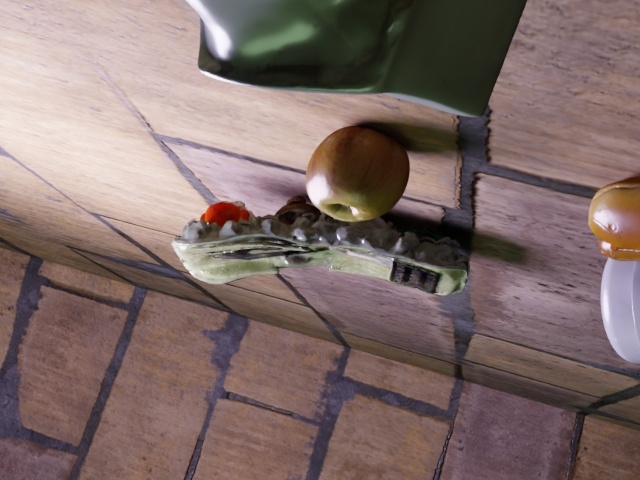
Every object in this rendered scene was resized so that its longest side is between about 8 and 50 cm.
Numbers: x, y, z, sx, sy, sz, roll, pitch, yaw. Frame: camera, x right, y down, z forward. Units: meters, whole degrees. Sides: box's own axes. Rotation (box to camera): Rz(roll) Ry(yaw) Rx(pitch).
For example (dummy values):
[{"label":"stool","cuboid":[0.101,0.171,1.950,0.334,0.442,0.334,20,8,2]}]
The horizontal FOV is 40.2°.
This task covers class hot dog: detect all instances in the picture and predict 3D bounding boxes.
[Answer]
[{"label":"hot dog","cuboid":[0.288,-0.006,0.574,0.092,0.062,0.236,32,161,-36]}]

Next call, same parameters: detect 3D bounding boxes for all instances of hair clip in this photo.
[{"label":"hair clip","cuboid":[0.001,-0.002,0.967,0.322,0.091,0.138,4,159,4]}]

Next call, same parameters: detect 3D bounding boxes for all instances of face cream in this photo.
[{"label":"face cream","cuboid":[0.288,0.047,0.692,0.104,0.117,0.117,-5,156,42]}]

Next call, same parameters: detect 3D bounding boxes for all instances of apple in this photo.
[{"label":"apple","cuboid":[0.030,-0.052,0.708,0.084,0.071,0.084,15,168,3]}]

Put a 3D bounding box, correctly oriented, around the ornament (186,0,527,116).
[{"label":"ornament","cuboid":[-0.031,-0.124,0.326,0.120,0.130,0.285,25,176,40]}]
